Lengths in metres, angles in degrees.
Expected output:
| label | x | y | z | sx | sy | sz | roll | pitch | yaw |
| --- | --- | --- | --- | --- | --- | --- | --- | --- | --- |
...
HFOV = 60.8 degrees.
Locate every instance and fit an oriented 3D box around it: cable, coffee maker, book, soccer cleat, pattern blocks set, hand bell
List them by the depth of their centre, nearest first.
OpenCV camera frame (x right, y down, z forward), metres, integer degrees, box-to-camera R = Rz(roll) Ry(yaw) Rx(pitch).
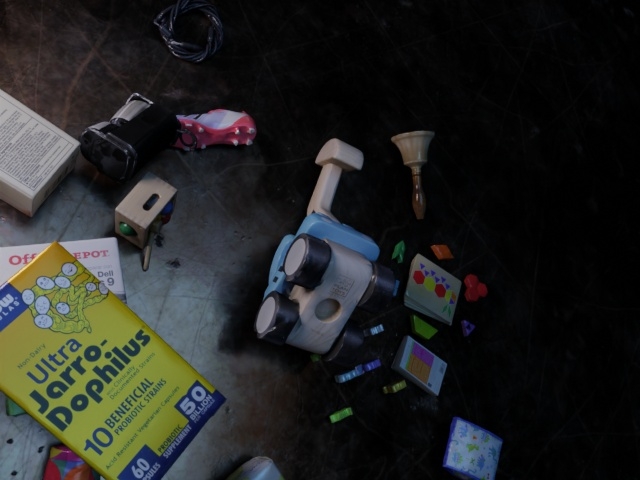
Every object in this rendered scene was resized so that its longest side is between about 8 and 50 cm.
| label | x | y | z | sx | sy | sz | roll | pitch | yaw |
| --- | --- | --- | --- | --- | --- | --- | --- | --- | --- |
| coffee maker | -0.371 | -0.206 | 1.122 | 0.171 | 0.120 | 0.178 | 13 | 40 | 9 |
| soccer cleat | -0.272 | -0.269 | 1.287 | 0.248 | 0.083 | 0.095 | -6 | 48 | -26 |
| cable | -0.309 | -0.528 | 1.356 | 0.150 | 0.047 | 0.184 | 48 | 57 | -9 |
| book | 0.262 | 0.326 | 1.421 | 0.144 | 0.035 | 0.096 | 38 | 56 | -15 |
| pattern blocks set | 0.313 | 0.139 | 1.513 | 0.325 | 0.026 | 0.285 | 39 | 59 | -14 |
| hand bell | 0.276 | -0.181 | 1.566 | 0.126 | 0.126 | 0.241 | -4 | 88 | -31 |

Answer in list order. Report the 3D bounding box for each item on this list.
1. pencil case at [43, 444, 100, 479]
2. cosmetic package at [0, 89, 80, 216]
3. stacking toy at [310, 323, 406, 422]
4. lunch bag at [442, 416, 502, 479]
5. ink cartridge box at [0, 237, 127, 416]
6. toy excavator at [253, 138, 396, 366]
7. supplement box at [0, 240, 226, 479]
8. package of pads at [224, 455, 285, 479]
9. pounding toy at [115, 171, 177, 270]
| label | x | y | z | sx | sy | sz | roll | pitch | yaw |
| --- | --- | --- | --- | --- | --- | --- | --- | --- | --- |
| pencil case | -0.431 | 0.467 | 0.933 | 0.105 | 0.104 | 0.236 | 17 | 67 | -25 |
| cosmetic package | -0.626 | -0.195 | 1.015 | 0.296 | 0.129 | 0.153 | 37 | 61 | -16 |
| stacking toy | 0.092 | 0.314 | 1.313 | 0.221 | 0.052 | 0.166 | -17 | 83 | -32 |
| lunch bag | 0.373 | 0.534 | 1.379 | 0.151 | 0.096 | 0.128 | 36 | 60 | -27 |
| ink cartridge box | -0.468 | 0.151 | 0.997 | 0.211 | 0.122 | 0.288 | -6 | 78 | -32 |
| toy excavator | 0.000 | 0.000 | 1.279 | 0.223 | 0.445 | 0.432 | 22 | 106 | -24 |
| supplement box | -0.362 | 0.206 | 0.852 | 0.356 | 0.195 | 0.194 | 46 | 59 | -11 |
| package of pads | -0.161 | 0.594 | 1.046 | 0.297 | 0.101 | 0.229 | -33 | 94 | -34 |
| pounding toy | -0.359 | -0.038 | 1.130 | 0.100 | 0.130 | 0.141 | 33 | 60 | -4 |
